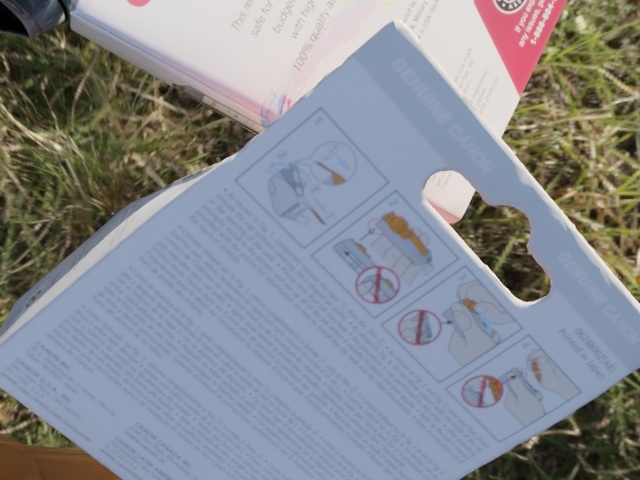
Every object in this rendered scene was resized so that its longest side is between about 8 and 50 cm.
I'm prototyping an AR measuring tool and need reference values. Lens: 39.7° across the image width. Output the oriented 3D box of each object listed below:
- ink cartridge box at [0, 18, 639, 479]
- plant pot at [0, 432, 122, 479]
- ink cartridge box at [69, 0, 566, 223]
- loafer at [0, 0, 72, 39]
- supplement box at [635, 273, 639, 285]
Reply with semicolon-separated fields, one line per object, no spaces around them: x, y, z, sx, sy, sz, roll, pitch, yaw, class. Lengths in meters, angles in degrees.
-0.002;0.064;0.647;0.385;0.091;0.308;-38;112;19;ink cartridge box
-0.257;0.320;0.849;0.203;0.290;0.291;0;92;-39;plant pot
0.004;-0.180;0.654;0.306;0.131;0.226;28;88;-16;ink cartridge box
-0.450;-0.324;1.199;0.084;0.267;0.096;-55;144;-30;loafer
0.518;0.036;0.853;0.195;0.356;0.194;-35;89;-16;supplement box
